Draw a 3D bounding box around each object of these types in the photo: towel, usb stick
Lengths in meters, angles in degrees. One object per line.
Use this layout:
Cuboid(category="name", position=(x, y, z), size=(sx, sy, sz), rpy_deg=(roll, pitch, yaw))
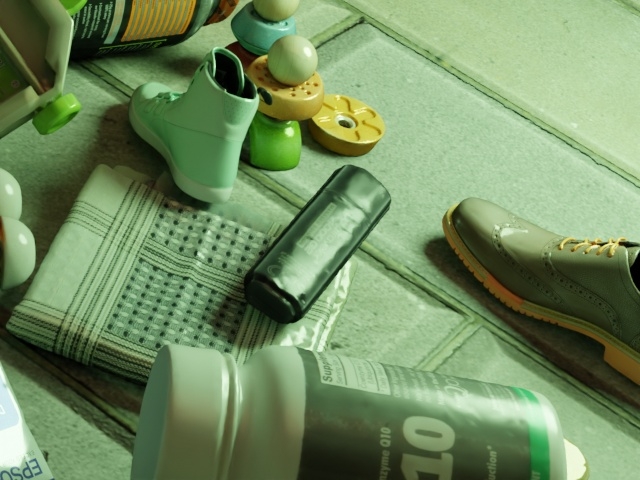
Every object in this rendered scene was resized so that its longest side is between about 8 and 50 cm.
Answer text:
Cuboid(category="towel", position=(-0.131, 0.046, 1.752), size=(0.312, 0.056, 0.324), rpy_deg=(21, 36, 0))
Cuboid(category="usb stick", position=(0.000, 0.000, 1.813), size=(0.077, 0.045, 0.278), rpy_deg=(38, 38, 1))

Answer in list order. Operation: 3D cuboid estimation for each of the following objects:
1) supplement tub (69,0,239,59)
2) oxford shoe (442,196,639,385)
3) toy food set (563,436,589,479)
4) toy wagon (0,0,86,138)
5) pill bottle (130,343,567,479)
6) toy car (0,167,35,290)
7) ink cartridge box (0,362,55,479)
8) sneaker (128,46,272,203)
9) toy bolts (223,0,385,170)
Cuboid(category="supplement tub", position=(-0.273, -0.329, 2.032), size=(0.338, 0.207, 0.207), rpy_deg=(-13, 48, -38))
Cuboid(category="oxford shoe", position=(0.310, 0.033, 1.916), size=(0.363, 0.133, 0.130), rpy_deg=(31, 38, 14))
Cuboid(category="toy food set", position=(0.239, 0.231, 1.726), size=(0.083, 0.020, 0.082), rpy_deg=(20, 37, -1))
Cuboid(category="toy wagon", position=(-0.373, -0.223, 1.807), size=(0.344, 0.068, 0.267), rpy_deg=(-36, 88, -13))
Cuboid(category="pill bottle", position=(0.020, 0.207, 1.498), size=(0.361, 0.204, 0.204), rpy_deg=(10, 38, -13))
Cuboid(category="toy car", position=(-0.371, -0.033, 1.657), size=(0.159, 0.136, 0.182), rpy_deg=(-4, 43, -19))
Cuboid(category="ink cartridge box", position=(-0.400, 0.118, 1.418), size=(0.303, 0.072, 0.307), rpy_deg=(-15, 80, -60))
Cuboid(category="sneaker", position=(-0.136, -0.162, 1.905), size=(0.094, 0.151, 0.256), rpy_deg=(11, 22, -31))
Cuboid(category="toy bolts", position=(-0.022, -0.221, 2.056), size=(0.218, 0.158, 0.228), rpy_deg=(-4, 43, -30))
